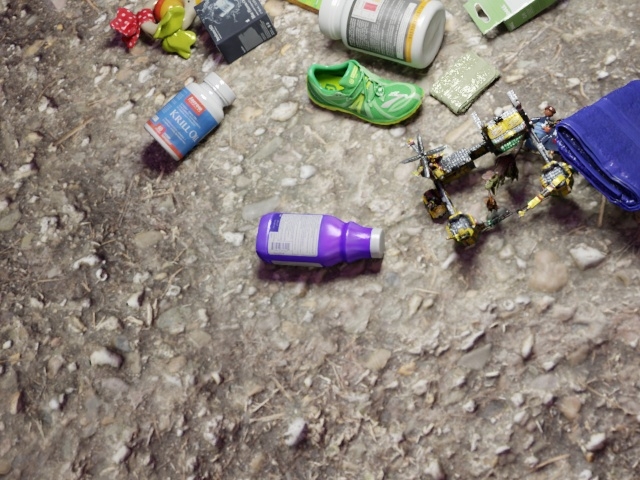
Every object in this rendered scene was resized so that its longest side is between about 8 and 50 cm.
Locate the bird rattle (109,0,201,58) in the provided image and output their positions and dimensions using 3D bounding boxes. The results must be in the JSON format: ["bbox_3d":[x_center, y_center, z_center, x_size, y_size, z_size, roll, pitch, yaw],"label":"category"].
[{"bbox_3d":[-0.433,-0.599,1.976,0.253,0.143,0.207,18,64,34],"label":"bird rattle"}]

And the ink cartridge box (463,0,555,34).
[{"bbox_3d":[0.461,-0.575,1.718,0.209,0.062,0.109,-33,64,17],"label":"ink cartridge box"}]

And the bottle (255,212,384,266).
[{"bbox_3d":[0.000,0.000,1.619,0.283,0.092,0.118,2,71,16],"label":"bottle"}]

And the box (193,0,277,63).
[{"bbox_3d":[-0.223,-0.579,1.901,0.158,0.093,0.156,-32,65,3],"label":"box"}]

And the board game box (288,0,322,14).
[{"bbox_3d":[-0.030,-0.678,1.916,0.259,0.039,0.124,31,80,21],"label":"board game box"}]

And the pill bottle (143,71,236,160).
[{"bbox_3d":[-0.322,-0.315,1.809,0.221,0.124,0.124,-45,65,-3],"label":"pill bottle"}]

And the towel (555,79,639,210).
[{"bbox_3d":[0.626,-0.193,1.459,0.308,0.076,0.227,-30,74,-33],"label":"towel"}]

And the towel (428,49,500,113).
[{"bbox_3d":[0.338,-0.375,1.705,0.148,0.027,0.110,-45,64,-4],"label":"towel"}]

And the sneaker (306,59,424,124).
[{"bbox_3d":[0.096,-0.353,1.710,0.296,0.123,0.109,12,73,18],"label":"sneaker"}]

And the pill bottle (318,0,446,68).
[{"bbox_3d":[0.146,-0.524,1.741,0.278,0.162,0.162,22,77,21],"label":"pill bottle"}]

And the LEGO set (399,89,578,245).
[{"bbox_3d":[0.345,-0.148,1.492,0.331,0.192,0.255,-22,70,19],"label":"LEGO set"}]

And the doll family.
[{"bbox_3d":[0.529,-0.223,1.568,0.193,0.076,0.111,26,98,18],"label":"doll family"}]
